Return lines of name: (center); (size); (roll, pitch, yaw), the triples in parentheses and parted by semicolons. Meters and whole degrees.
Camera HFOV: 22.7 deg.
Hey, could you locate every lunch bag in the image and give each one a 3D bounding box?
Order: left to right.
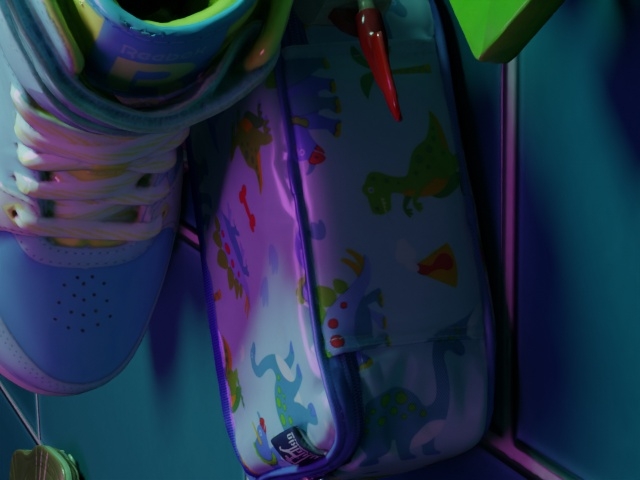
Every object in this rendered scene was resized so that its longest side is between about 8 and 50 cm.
lunch bag: (0.000, 0.000, 0.708); (0.176, 0.090, 0.219); (146, 117, -70)

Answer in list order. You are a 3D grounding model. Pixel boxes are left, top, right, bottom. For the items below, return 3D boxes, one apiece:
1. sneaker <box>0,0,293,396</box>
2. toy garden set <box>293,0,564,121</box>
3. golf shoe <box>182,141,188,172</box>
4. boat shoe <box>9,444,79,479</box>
sneaker: (-0.093, -0.048, 0.644); (0.208, 0.127, 0.319); (-134, 42, -59)
toy garden set: (0.037, -0.165, 0.589); (0.204, 0.049, 0.244); (-49, 52, 45)
golf shoe: (-0.140, -0.081, 1.020); (0.306, 0.115, 0.140); (123, 139, -57)
boat shoe: (-0.248, 0.220, 1.486); (0.153, 0.048, 0.056); (-15, 70, 62)
